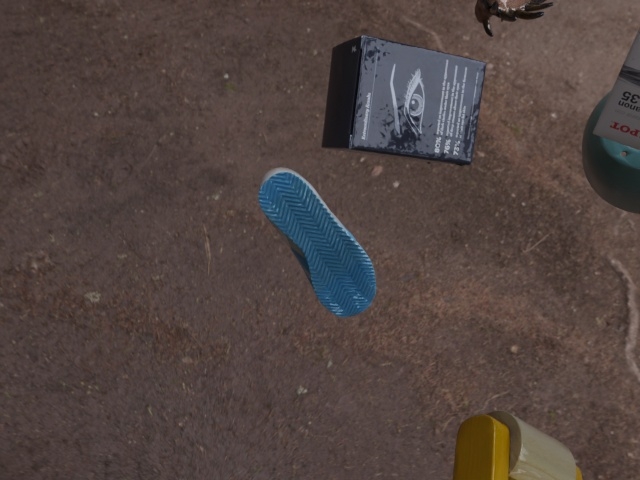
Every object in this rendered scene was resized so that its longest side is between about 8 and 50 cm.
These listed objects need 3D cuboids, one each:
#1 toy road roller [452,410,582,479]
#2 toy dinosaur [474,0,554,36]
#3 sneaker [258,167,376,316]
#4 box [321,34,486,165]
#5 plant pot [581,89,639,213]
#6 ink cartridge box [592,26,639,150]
[{"bbox_3d":[0.253,0.455,0.858,0.202,0.240,0.329,32,54,-20],"label":"toy road roller"},{"bbox_3d":[0.242,-0.376,0.721,0.127,0.200,0.295,13,22,25],"label":"toy dinosaur"},{"bbox_3d":[0.000,0.000,0.730,0.087,0.092,0.229,-31,108,3],"label":"sneaker"},{"bbox_3d":[0.119,-0.197,0.802,0.207,0.108,0.153,5,98,-22],"label":"box"},{"bbox_3d":[0.699,-0.216,1.158,0.235,0.293,0.293,11,49,-58],"label":"plant pot"},{"bbox_3d":[0.571,-0.261,0.814,0.207,0.283,0.117,28,50,24],"label":"ink cartridge box"}]
